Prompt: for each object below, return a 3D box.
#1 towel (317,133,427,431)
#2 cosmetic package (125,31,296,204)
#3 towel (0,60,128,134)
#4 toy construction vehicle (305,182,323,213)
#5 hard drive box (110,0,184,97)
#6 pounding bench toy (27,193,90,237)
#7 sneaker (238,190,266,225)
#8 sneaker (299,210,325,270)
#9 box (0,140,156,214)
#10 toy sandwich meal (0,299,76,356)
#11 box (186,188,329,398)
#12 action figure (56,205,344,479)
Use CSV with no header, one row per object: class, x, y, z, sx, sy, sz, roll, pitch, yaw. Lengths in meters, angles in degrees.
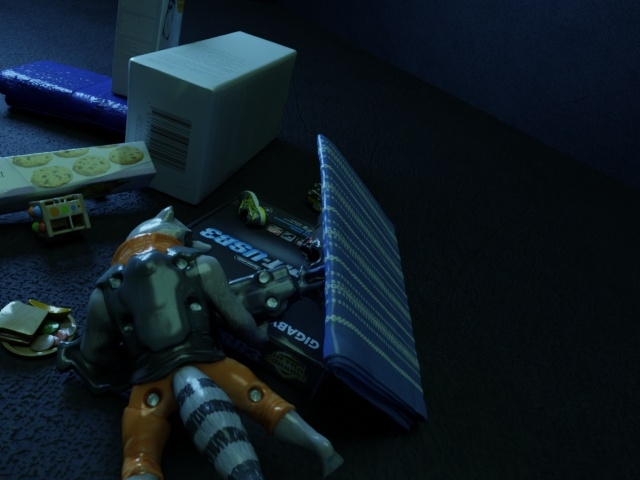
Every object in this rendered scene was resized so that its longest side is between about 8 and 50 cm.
towel,0.059,0.050,0.619,0.243,0.040,0.336,47,30,-43
cosmetic package,-0.211,-0.284,1.001,0.162,0.230,0.453,22,31,5
towel,-0.498,-0.308,1.040,0.308,0.076,0.227,15,25,-6
toy construction vehicle,0.011,-0.084,1.008,0.098,0.035,0.086,35,24,18
hard drive box,-0.370,-0.438,1.023,0.089,0.232,0.181,14,27,-9
pounding bench toy,-0.394,-0.036,0.696,0.083,0.052,0.065,3,17,42
sneaker,-0.118,-0.054,0.764,0.035,0.031,0.083,-7,39,-34
sneaker,0.000,0.000,0.718,0.065,0.061,0.158,5,33,-10
box,-0.418,-0.092,0.719,0.324,0.063,0.067,-18,79,-39
toy sandwich meal,-0.330,0.098,0.550,0.086,0.029,0.085,14,33,-9
box,-0.069,0.052,0.724,0.296,0.073,0.293,27,32,12
action figure,-0.099,0.094,0.485,0.341,0.178,0.330,-24,62,-18
